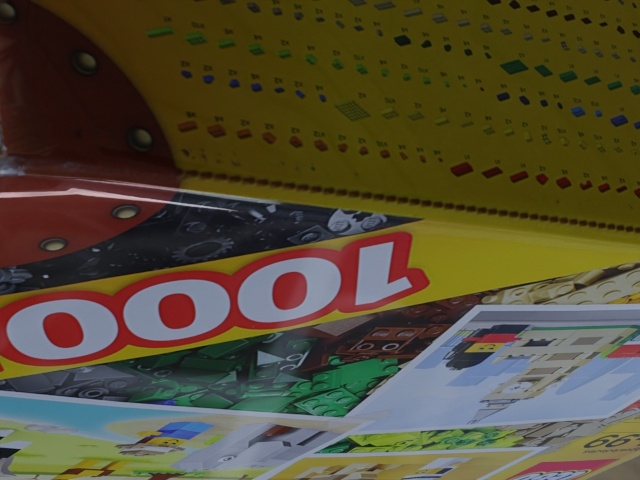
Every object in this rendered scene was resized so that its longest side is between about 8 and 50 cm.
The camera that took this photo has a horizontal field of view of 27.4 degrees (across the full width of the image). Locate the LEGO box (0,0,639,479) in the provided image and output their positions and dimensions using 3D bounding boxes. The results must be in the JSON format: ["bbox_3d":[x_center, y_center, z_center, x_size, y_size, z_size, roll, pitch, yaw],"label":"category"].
[{"bbox_3d":[0.000,0.000,0.633,0.500,0.372,0.193,5,-120,-34],"label":"LEGO box"}]
